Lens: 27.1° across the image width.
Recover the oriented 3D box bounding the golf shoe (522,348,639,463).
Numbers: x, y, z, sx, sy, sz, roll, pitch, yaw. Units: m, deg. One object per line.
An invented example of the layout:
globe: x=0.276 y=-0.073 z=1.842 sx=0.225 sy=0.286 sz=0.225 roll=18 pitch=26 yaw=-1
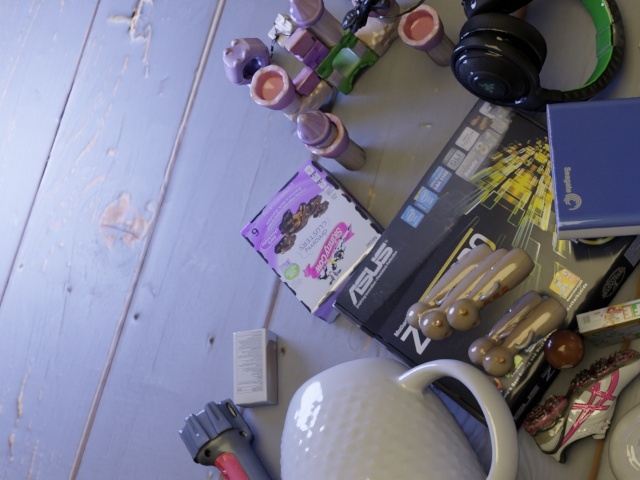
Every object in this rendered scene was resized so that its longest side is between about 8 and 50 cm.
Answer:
golf shoe: x=0.368 y=0.222 z=1.798 sx=0.186 sy=0.067 sz=0.086 roll=-39 pitch=93 yaw=6

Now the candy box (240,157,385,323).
candy box: x=0.000 y=0.000 z=2.037 sx=0.165 sy=0.070 sz=0.196 roll=-47 pitch=60 yaw=6

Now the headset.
headset: x=0.239 y=-0.306 z=1.895 sx=0.185 sy=0.394 sz=0.243 roll=144 pitch=131 yaw=-63

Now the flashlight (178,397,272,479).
flashlight: x=-0.111 y=0.381 z=1.959 sx=0.304 sy=0.103 sz=0.103 roll=52 pitch=123 yaw=30

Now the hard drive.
hard drive: x=0.471 y=-0.106 z=1.776 sx=0.318 sy=0.040 sz=0.210 roll=-4 pitch=56 yaw=8

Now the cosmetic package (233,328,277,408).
cosmetic package: x=-0.100 y=0.198 z=2.043 sx=0.060 sy=0.041 sz=0.115 roll=-8 pitch=71 yaw=24

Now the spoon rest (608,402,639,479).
spoon rest: x=0.483 y=0.222 z=1.736 sx=0.137 sy=0.084 sz=0.276 roll=40 pitch=107 yaw=31

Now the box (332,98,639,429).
box: x=0.254 y=0.029 z=1.887 sx=0.318 sy=0.097 sz=0.395 roll=37 pitch=92 yaw=31

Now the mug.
mug: x=0.114 y=0.310 z=1.746 sx=0.374 sy=0.276 sz=0.328 roll=-44 pitch=52 yaw=36

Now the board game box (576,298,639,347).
board game box: x=0.431 y=0.104 z=1.772 sx=0.154 sy=0.103 sz=0.026 roll=-17 pitch=68 yaw=22

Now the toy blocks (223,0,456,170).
toy blocks: x=-0.008 y=-0.314 z=2.031 sx=0.288 sy=0.260 sz=0.309 roll=-49 pitch=60 yaw=6

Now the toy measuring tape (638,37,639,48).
toy measuring tape: x=0.591 y=-0.295 z=1.811 sx=0.330 sy=0.121 sz=0.121 roll=5 pitch=76 yaw=28

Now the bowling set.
bowling set: x=0.234 y=0.121 z=1.711 sx=0.154 sy=0.287 sz=0.200 roll=-42 pitch=90 yaw=-2
